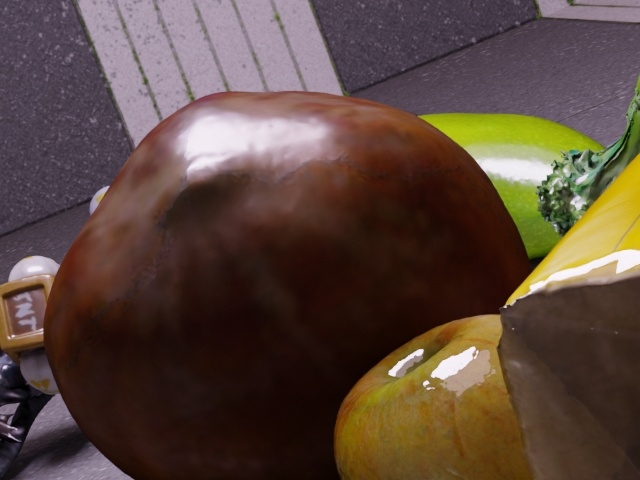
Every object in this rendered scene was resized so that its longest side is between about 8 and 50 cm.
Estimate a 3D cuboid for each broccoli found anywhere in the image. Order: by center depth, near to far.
[{"bbox_3d":[0.295,-0.069,1.682,0.194,0.194,0.219,-26,42,-22],"label":"broccoli"}]

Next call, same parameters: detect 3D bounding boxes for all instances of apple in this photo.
[{"bbox_3d":[0.104,0.134,1.218,0.182,0.155,0.182,-34,11,8],"label":"apple"}]

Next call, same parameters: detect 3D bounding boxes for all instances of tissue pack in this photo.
[{"bbox_3d":[0.309,0.037,1.090,0.293,0.228,0.382,-8,15,29],"label":"tissue pack"}]

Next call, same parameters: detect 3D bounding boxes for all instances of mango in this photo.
[{"bbox_3d":[0.168,-0.049,1.924,0.192,0.156,0.343,-32,23,-36],"label":"mango"}]

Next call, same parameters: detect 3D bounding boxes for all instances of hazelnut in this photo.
[{"bbox_3d":[-0.023,0.044,1.419,0.365,0.366,0.366,-20,12,4],"label":"hazelnut"}]

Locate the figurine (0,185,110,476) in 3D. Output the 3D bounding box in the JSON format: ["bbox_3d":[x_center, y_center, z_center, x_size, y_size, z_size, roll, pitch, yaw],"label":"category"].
[{"bbox_3d":[-0.206,0.072,1.859,0.381,0.261,0.186,-13,-11,-6],"label":"figurine"}]
